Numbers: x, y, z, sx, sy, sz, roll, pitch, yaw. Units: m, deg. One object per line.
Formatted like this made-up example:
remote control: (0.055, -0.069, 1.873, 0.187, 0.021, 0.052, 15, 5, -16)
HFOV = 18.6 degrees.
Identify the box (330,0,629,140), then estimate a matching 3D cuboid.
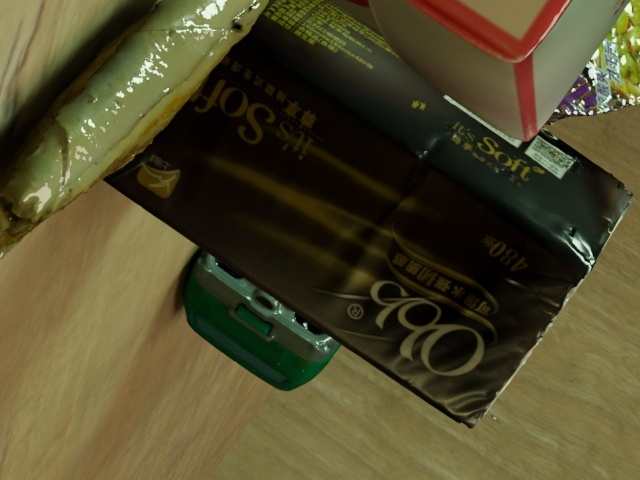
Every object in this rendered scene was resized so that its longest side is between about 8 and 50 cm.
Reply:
box: (0.059, -0.262, 0.888, 0.314, 0.300, 0.312, -56, 173, 2)

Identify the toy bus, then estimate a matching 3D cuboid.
toy bus: (0.000, 0.000, 2.193, 0.343, 0.183, 0.199, -52, 175, -30)

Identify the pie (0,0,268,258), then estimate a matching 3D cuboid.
pie: (-0.138, -0.086, 1.293, 0.282, 0.068, 0.128, -52, -177, -33)

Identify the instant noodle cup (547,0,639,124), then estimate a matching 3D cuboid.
instant noodle cup: (0.227, -0.259, 2.106, 0.340, 0.340, 0.266, -55, -179, -15)

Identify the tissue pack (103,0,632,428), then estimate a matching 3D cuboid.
tissue pack: (0.046, -0.046, 1.516, 0.198, 0.370, 0.210, -58, 173, 23)
